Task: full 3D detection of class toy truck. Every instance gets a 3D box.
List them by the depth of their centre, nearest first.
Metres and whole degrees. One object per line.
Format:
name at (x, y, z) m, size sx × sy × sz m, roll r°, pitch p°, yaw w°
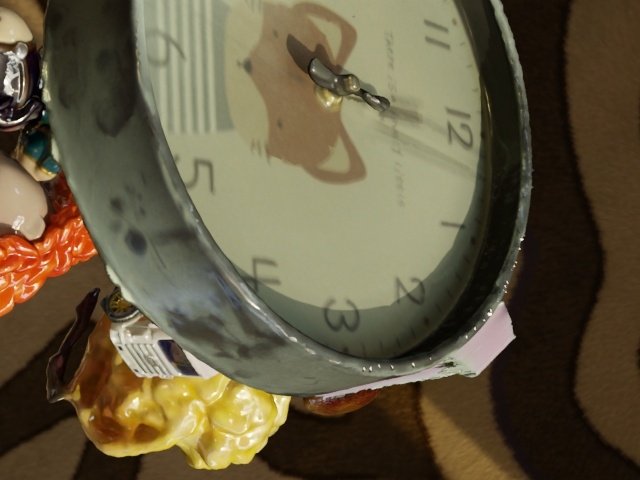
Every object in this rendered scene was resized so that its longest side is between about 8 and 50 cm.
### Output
toy truck at (-0.105, 0.017, 1.108) m, size 0.114 × 0.098 × 0.227 m, roll 6°, pitch 56°, yaw 22°

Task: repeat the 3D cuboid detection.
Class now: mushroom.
mushroom at (0.034, 0.210, 1.706) m, size 0.123 × 0.123 × 0.052 m, roll -36°, pitch 57°, yaw 18°

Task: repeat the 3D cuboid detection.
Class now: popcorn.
popcorn at (-0.207, 0.170, 1.746) m, size 0.381 × 0.349 × 0.349 m, roll -6°, pitch 87°, yaw -19°

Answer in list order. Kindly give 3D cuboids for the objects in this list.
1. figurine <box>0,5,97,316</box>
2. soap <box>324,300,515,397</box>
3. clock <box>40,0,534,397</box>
figurine at (-0.367, -0.110, 1.533) m, size 0.241 × 0.306 × 0.412 m, roll 29°, pitch 107°, yaw 28°
soap at (0.000, 0.000, 1.360) m, size 0.261 × 0.156 × 0.446 m, roll -44°, pitch 63°, yaw -11°
clock at (0.000, -0.080, 0.653) m, size 0.067 × 0.325 × 0.325 m, roll -13°, pitch 85°, yaw 42°
